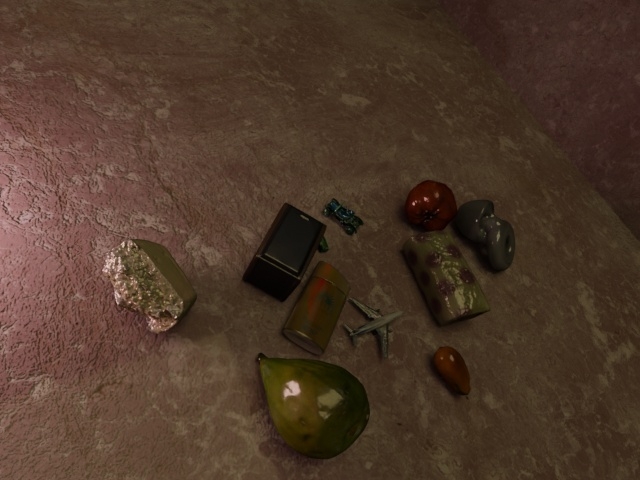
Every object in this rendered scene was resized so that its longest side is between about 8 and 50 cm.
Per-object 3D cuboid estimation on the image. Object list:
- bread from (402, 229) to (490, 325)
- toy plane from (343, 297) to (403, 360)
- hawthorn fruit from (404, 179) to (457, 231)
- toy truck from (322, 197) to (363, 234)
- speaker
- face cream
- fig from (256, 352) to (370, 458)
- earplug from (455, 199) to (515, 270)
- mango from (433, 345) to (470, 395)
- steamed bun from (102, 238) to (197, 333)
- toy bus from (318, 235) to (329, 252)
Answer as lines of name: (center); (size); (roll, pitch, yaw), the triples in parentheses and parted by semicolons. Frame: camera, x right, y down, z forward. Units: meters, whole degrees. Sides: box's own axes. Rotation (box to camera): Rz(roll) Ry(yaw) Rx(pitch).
bread: (0.452, 0.130, 1.549); (0.187, 0.155, 0.338); (-6, 61, -26)
toy plane: (0.178, 0.267, 1.372); (0.226, 0.058, 0.226); (-11, 60, -37)
hawthorn fruit: (0.448, -0.162, 1.739); (0.207, 0.207, 0.243); (27, 45, -8)
toy truck: (0.091, -0.097, 1.572); (0.154, 0.078, 0.080); (39, 50, 2)
speaker: (-0.109, 0.036, 1.303); (0.153, 0.192, 0.231); (30, 53, -7)
face cream: (0.000, 0.199, 1.320); (0.139, 0.067, 0.285); (33, 48, -6)
fig: (-0.038, 0.420, 1.093); (0.314, 0.233, 0.233); (0, 43, 26)
earplug: (0.704, -0.026, 1.798); (0.214, 0.175, 0.325); (-32, 86, -44)
mango: (0.425, 0.417, 1.384); (0.105, 0.084, 0.159); (-22, 90, -54)
steamed bun: (-0.428, 0.129, 1.077); (0.170, 0.200, 0.225); (-40, 81, 0)
toy bus: (0.000, 0.000, 1.486); (0.037, 0.031, 0.083); (-1, 59, -35)
